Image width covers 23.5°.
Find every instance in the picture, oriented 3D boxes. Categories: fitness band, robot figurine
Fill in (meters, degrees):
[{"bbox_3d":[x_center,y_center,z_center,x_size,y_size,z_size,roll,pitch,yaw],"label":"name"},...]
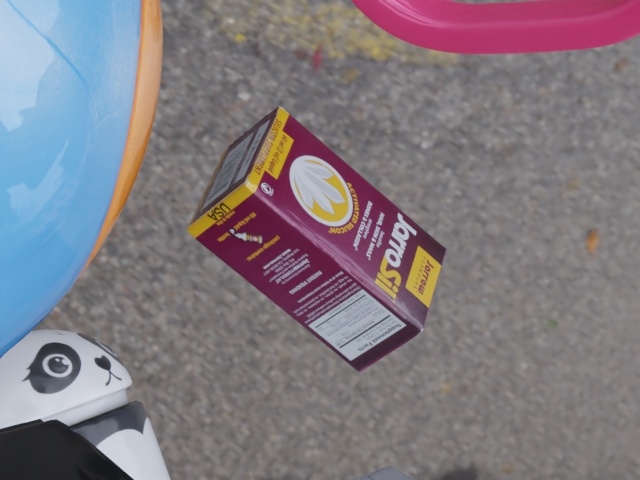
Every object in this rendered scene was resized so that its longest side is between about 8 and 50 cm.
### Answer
[{"bbox_3d":[0.134,-0.235,1.108,0.054,0.291,0.209,-56,139,-45],"label":"fitness band"},{"bbox_3d":[-0.195,0.206,1.185,0.174,0.209,0.278,-19,88,-21],"label":"robot figurine"}]

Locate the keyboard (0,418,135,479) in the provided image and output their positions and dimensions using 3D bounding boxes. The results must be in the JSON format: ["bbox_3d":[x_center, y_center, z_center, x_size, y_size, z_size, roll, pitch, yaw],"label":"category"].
[{"bbox_3d":[-0.181,0.188,0.844,0.317,0.201,0.033,-10,132,-60],"label":"keyboard"}]

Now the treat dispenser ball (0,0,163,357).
[{"bbox_3d":[-0.200,-0.073,0.538,0.288,0.288,0.288,-23,128,-33],"label":"treat dispenser ball"}]

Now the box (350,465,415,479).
[{"bbox_3d":[0.067,0.203,0.781,0.038,0.186,0.145,-17,97,-13],"label":"box"}]

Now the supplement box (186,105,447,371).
[{"bbox_3d":[0.000,0.000,1.220,0.188,0.081,0.104,40,41,-17],"label":"supplement box"}]
